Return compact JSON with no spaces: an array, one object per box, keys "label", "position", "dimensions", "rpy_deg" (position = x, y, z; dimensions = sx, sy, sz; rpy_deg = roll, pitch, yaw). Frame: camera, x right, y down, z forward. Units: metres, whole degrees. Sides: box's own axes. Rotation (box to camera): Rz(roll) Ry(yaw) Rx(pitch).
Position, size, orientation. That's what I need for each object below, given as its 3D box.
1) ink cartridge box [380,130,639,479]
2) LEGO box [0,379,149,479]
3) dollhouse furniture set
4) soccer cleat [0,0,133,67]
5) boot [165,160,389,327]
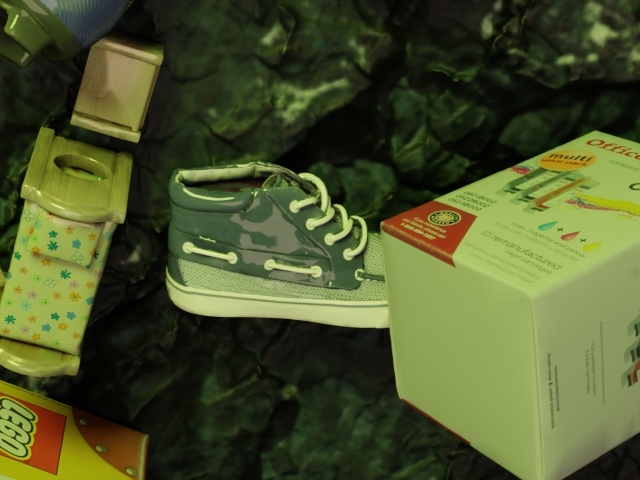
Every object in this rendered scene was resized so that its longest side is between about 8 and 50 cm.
[{"label":"ink cartridge box","position":[0.146,0.031,0.739],"dimensions":[0.176,0.128,0.127],"rpy_deg":[-23,120,-29]},{"label":"LEGO box","position":[-0.297,0.245,0.627],"dimensions":[0.372,0.500,0.193],"rpy_deg":[23,112,-16]},{"label":"dollhouse furniture set","position":[-0.191,-0.036,0.723],"dimensions":[0.161,0.101,0.182],"rpy_deg":[15,113,-12]},{"label":"soccer cleat","position":[-0.209,-0.217,0.659],"dimensions":[0.289,0.093,0.121],"rpy_deg":[43,74,-17]},{"label":"boot","position":[0.000,0.000,0.776],"dimensions":[0.190,0.069,0.086],"rpy_deg":[0,121,-4]}]
